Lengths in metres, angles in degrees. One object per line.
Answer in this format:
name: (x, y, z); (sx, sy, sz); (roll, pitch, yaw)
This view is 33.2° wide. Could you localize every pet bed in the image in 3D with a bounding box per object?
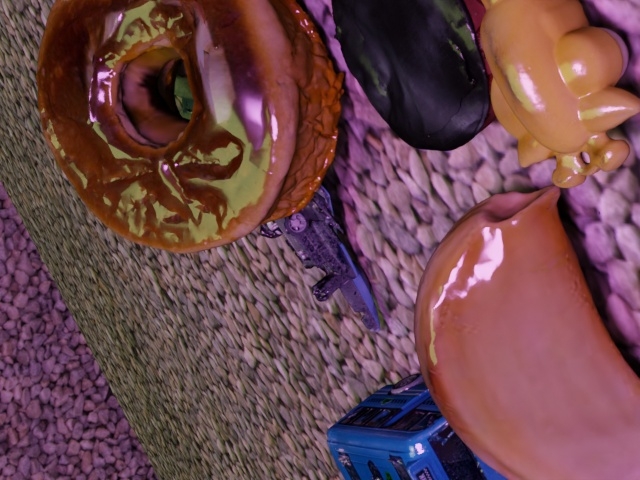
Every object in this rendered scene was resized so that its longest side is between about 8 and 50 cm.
pet bed: (0.076, -0.161, 0.859); (0.201, 0.053, 0.201); (44, 151, 32)

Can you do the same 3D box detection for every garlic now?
garlic: (0.195, 0.127, 0.854); (0.338, 0.151, 0.196); (58, 144, 3)

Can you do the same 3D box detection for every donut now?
donut: (-0.129, -0.150, 1.075); (0.330, 0.160, 0.330); (12, 113, 32)

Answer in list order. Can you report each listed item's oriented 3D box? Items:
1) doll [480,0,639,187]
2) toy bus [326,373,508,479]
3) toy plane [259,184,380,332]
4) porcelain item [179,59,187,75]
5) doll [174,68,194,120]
doll: (0.120, -0.173, 0.710); (0.117, 0.086, 0.291); (-32, 85, 56)
toy bus: (0.110, 0.221, 1.130); (0.113, 0.134, 0.246); (63, 158, -5)
toy plane: (-0.006, 0.004, 1.185); (0.169, 0.078, 0.246); (-5, 113, 64)
porcelain item: (-0.175, -0.247, 1.270); (0.216, 0.069, 0.081); (31, 148, 57)
doll: (-0.121, -0.114, 1.291); (0.214, 0.071, 0.103); (60, 159, -7)
